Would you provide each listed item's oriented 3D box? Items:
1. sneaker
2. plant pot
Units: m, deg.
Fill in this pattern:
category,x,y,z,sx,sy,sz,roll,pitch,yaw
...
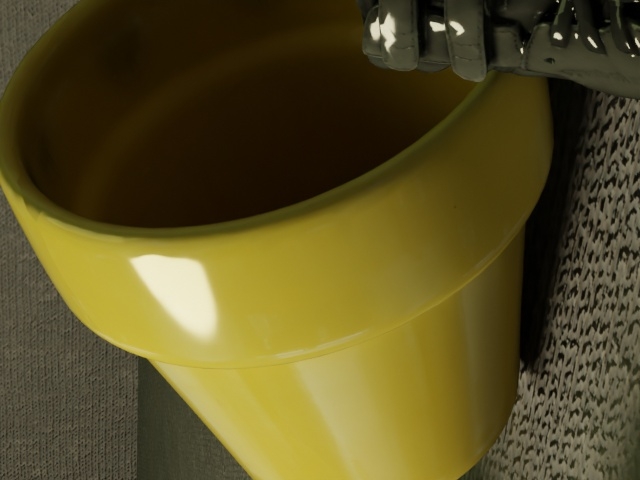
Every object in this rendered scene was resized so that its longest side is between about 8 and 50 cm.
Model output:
category,x,y,z,sx,sy,sz,roll,pitch,yaw
sneaker,0.093,-0.083,0.503,0.296,0.146,0.105,-132,43,-69
plant pot,0.000,0.000,0.748,0.254,0.254,0.239,-109,-1,-52
